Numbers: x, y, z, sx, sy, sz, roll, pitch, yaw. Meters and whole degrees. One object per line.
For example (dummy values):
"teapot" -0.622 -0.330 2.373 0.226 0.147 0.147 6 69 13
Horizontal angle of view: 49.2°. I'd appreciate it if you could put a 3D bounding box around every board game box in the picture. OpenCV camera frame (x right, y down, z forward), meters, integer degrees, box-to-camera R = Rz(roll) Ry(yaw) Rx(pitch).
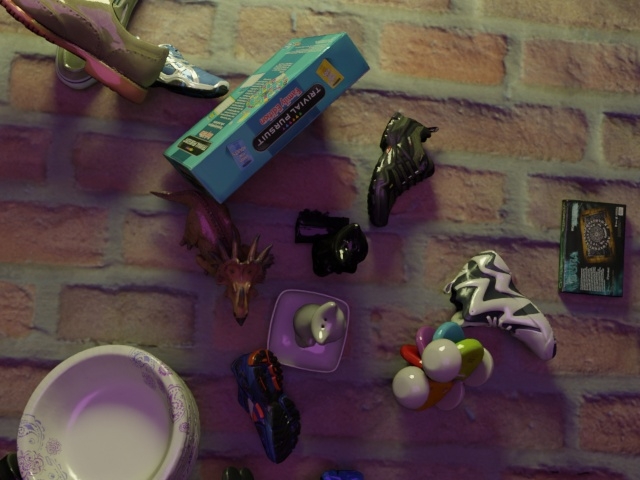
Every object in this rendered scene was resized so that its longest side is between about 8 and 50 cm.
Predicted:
"board game box" 0.536 0.015 1.382 0.126 0.026 0.186 6 84 -5
"board game box" -0.105 -0.222 1.223 0.336 0.254 0.079 -43 114 -8

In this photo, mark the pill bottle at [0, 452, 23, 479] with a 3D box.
"pill bottle" -0.579 0.468 1.175 0.219 0.123 0.123 -42 90 -8

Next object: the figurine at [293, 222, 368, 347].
"figurine" 0.020 0.081 1.178 0.092 0.209 0.214 16 81 -4

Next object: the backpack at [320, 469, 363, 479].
"backpack" 0.022 0.466 1.253 0.120 0.098 0.101 -1 56 -6

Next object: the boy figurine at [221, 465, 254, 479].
"boy figurine" -0.240 0.484 1.199 0.285 0.177 0.092 -28 63 15

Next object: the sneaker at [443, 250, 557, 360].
"sneaker" 0.322 0.151 1.314 0.153 0.094 0.235 -33 88 -7

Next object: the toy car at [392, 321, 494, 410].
"toy car" 0.210 0.221 1.271 0.182 0.159 0.136 -49 48 26

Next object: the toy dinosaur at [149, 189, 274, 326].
"toy dinosaur" -0.179 -0.006 1.223 0.127 0.200 0.295 -38 89 -8

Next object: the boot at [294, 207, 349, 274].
"boot" 0.000 0.000 1.319 0.099 0.045 0.121 8 77 -7

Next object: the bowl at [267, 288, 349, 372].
"bowl" -0.024 0.166 1.296 0.142 0.053 0.142 13 84 -5

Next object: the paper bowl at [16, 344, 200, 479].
"paper bowl" -0.342 0.329 1.175 0.284 0.148 0.284 -3 66 7

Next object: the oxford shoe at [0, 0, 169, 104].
"oxford shoe" -0.421 -0.386 1.196 0.348 0.123 0.130 36 97 -21

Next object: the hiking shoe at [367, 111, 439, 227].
"hiking shoe" 0.159 -0.128 1.327 0.114 0.086 0.226 15 82 -1

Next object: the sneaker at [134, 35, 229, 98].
"sneaker" -0.271 -0.321 1.305 0.211 0.080 0.081 15 86 -5

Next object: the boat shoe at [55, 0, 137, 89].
"boat shoe" -0.407 -0.426 1.294 0.109 0.094 0.302 24 84 -3

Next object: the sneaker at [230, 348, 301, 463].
"sneaker" -0.101 0.299 1.269 0.083 0.087 0.221 -22 102 -47
